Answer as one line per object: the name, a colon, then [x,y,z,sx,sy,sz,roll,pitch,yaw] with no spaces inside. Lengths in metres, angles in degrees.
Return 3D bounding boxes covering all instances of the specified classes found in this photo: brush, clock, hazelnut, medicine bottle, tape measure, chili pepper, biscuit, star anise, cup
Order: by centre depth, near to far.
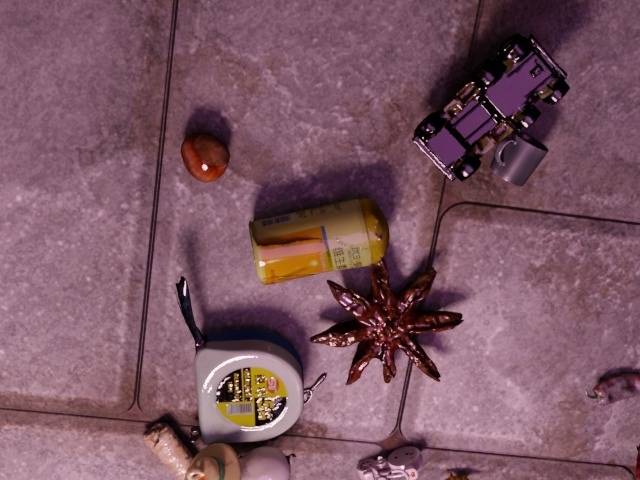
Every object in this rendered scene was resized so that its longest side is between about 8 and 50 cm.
hazelnut: [-0.194,-0.139,1.670,0.086,0.086,0.086,-1,110,-4]
cup: [0.330,-0.144,1.699,0.100,0.078,0.077,10,117,-43]
medicine bottle: [0.000,0.000,1.708,0.238,0.124,0.124,-11,110,0]
tape measure: [-0.140,0.203,1.772,0.215,0.098,0.352,-3,117,-2]
star anise: [0.118,0.158,1.792,0.288,0.088,0.288,-2,112,-4]
brush: [-0.017,0.281,1.865,0.024,0.008,0.083,40,102,-13]
biscuit: [-0.252,0.436,1.878,0.061,0.055,0.219,-27,110,17]
clock: [0.132,0.434,1.895,0.129,0.087,0.041,-15,110,9]
chili pepper: [0.572,0.281,1.896,0.153,0.041,0.050,-15,131,-16]

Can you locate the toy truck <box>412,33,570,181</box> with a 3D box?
toy truck: [0.277,-0.223,1.649,0.257,0.127,0.127,-43,100,11]

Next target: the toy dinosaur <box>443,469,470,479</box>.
toy dinosaur: [0.280,0.468,1.940,0.113,0.041,0.026,2,106,-10]

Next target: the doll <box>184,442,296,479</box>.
doll: [-0.147,0.487,1.825,0.208,0.144,0.272,-6,132,-16]

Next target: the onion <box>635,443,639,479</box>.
onion: [0.739,0.438,1.879,0.313,0.232,0.314,1,85,-11]
